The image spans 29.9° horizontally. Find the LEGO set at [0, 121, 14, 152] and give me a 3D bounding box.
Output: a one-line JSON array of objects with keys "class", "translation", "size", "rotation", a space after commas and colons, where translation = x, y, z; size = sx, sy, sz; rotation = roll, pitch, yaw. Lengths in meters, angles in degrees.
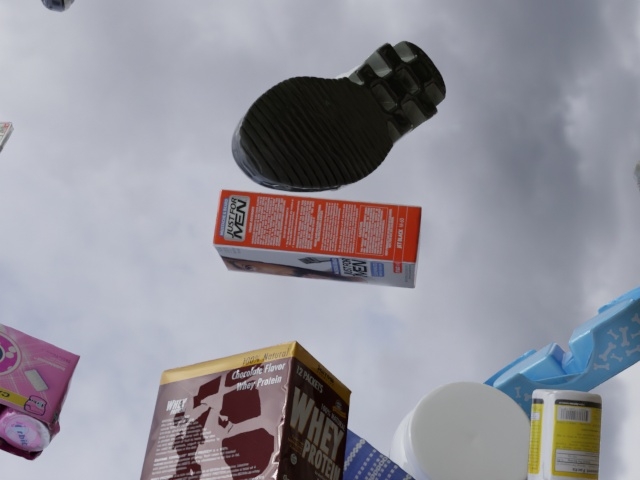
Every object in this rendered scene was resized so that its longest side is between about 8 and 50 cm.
[{"class": "LEGO set", "translation": [-0.482, -0.063, 1.341], "size": [0.182, 0.244, 0.060], "rotation": [-77, -15, -45]}]

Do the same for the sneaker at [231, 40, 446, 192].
[{"class": "sneaker", "translation": [0.000, -0.102, 1.237], "size": [0.330, 0.146, 0.122], "rotation": [-29, -93, -52]}]

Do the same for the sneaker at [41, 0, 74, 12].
[{"class": "sneaker", "translation": [-0.198, -0.312, 1.042], "size": [0.084, 0.097, 0.234], "rotation": [143, 130, -73]}]

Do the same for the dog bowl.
[{"class": "dog bowl", "translation": [0.349, 0.166, 1.646], "size": [0.074, 0.297, 0.166], "rotation": [57, -163, 4]}]

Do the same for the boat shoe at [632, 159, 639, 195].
[{"class": "boat shoe", "translation": [0.431, -0.097, 1.069], "size": [0.091, 0.305, 0.109], "rotation": [64, -168, 10]}]

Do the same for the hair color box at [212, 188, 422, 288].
[{"class": "hair color box", "translation": [0.000, 0.000, 1.011], "size": [0.093, 0.167, 0.053], "rotation": [74, -157, -74]}]

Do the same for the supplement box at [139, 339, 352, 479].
[{"class": "supplement box", "translation": [-0.084, 0.242, 1.344], "size": [0.129, 0.191, 0.194], "rotation": [46, -141, -42]}]

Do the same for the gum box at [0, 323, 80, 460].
[{"class": "gum box", "translation": [-0.340, 0.136, 1.193], "size": [0.107, 0.188, 0.062], "rotation": [-78, 12, -57]}]

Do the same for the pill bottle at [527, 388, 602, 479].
[{"class": "pill bottle", "translation": [0.223, 0.197, 1.095], "size": [0.065, 0.065, 0.116], "rotation": [22, -109, -59]}]

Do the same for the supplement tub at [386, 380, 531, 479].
[{"class": "supplement tub", "translation": [0.177, 0.328, 1.615], "size": [0.272, 0.191, 0.191], "rotation": [102, -179, -54]}]

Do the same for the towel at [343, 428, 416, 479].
[{"class": "towel", "translation": [0.085, 0.410, 1.450], "size": [0.243, 0.336, 0.040], "rotation": [-59, -22, 9]}]
